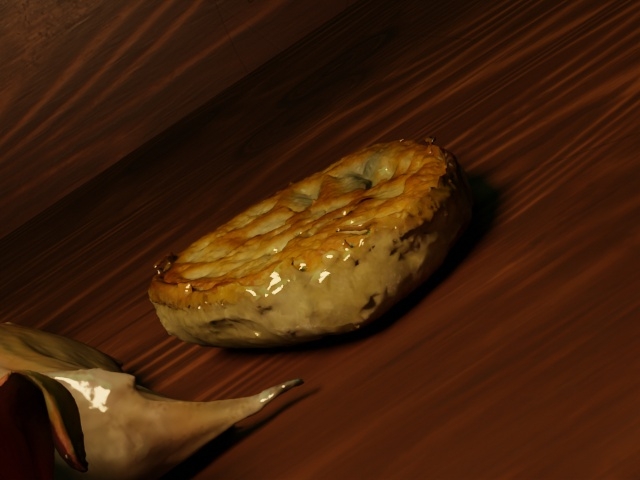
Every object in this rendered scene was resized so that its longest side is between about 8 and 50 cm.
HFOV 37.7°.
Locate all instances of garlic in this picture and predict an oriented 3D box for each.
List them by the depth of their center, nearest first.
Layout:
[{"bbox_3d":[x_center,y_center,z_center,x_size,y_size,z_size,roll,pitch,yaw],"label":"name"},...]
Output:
[{"bbox_3d":[-0.189,0.128,0.747,0.196,0.151,0.338,-26,11,-34],"label":"garlic"}]

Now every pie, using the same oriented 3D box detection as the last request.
[{"bbox_3d":[0.000,0.000,0.825,0.315,0.092,0.315,-26,16,8],"label":"pie"}]

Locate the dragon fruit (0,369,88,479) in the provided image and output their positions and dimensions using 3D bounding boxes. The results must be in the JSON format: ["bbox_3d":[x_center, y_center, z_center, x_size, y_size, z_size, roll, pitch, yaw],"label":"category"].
[{"bbox_3d":[-0.250,0.176,0.499,0.226,0.305,0.305,-6,29,26],"label":"dragon fruit"}]
